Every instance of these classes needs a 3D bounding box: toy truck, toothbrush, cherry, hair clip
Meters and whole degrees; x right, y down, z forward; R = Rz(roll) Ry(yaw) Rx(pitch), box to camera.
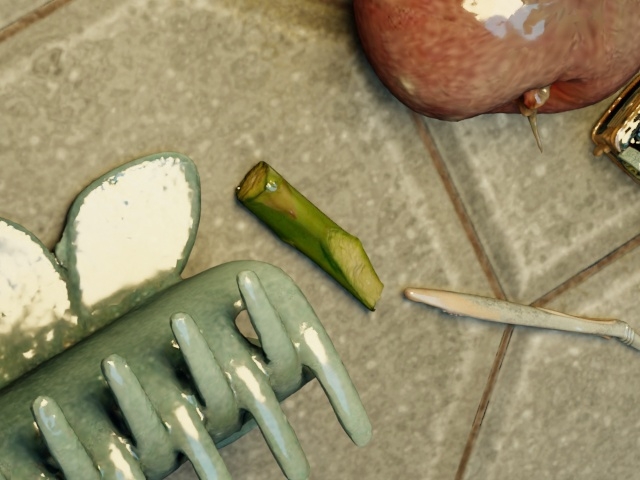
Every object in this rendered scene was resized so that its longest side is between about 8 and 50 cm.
[{"bbox_3d":[0.359,-0.045,1.737,0.257,0.140,0.108,41,87,-15],"label":"toy truck"},{"bbox_3d":[0.241,0.080,1.776,0.375,0.028,0.037,10,96,-25],"label":"toothbrush"},{"bbox_3d":[0.146,-0.222,1.547,0.261,0.221,0.307,-7,95,-29],"label":"cherry"},{"bbox_3d":[-0.153,0.126,1.514,0.318,0.238,0.392,-30,114,-15],"label":"hair clip"}]

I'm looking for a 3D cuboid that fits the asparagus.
[{"bbox_3d":[0.000,0.000,1.646,0.045,0.041,0.178,-47,118,5],"label":"asparagus"}]
